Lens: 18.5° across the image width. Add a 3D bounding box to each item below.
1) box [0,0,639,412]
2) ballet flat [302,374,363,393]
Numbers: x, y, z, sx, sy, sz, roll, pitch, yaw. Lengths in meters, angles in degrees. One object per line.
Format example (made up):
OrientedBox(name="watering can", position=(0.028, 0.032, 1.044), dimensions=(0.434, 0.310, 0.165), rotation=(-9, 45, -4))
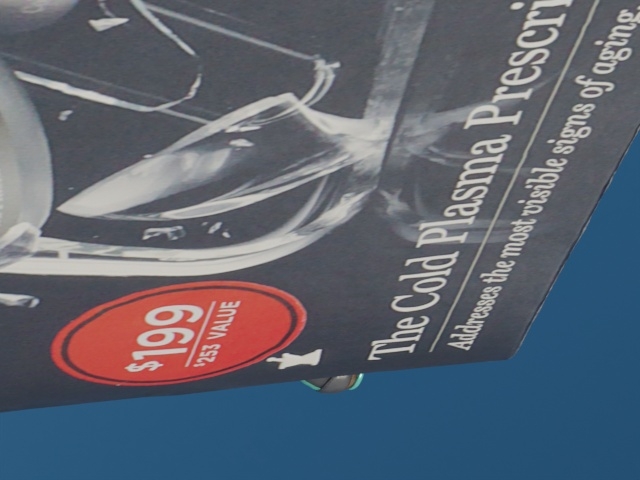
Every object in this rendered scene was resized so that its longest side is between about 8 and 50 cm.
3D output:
OrientedBox(name="box", position=(-0.085, -0.100, 0.437), dimensions=(0.313, 0.343, 0.179), rotation=(-5, -116, -10))
OrientedBox(name="ballet flat", position=(0.000, 0.000, 1.275), dimensions=(0.074, 0.074, 0.203), rotation=(-9, -119, 29))
